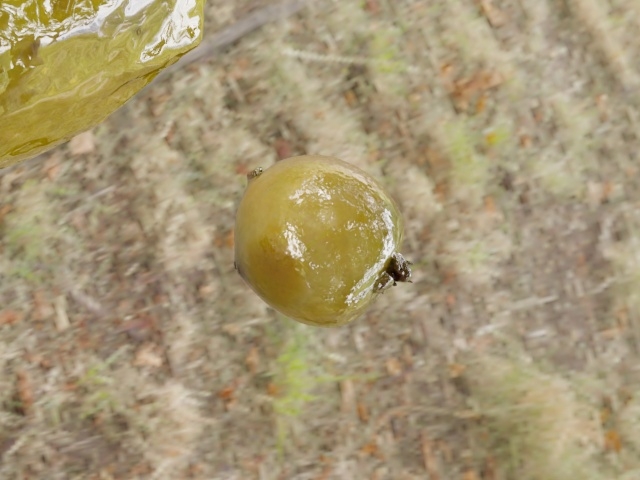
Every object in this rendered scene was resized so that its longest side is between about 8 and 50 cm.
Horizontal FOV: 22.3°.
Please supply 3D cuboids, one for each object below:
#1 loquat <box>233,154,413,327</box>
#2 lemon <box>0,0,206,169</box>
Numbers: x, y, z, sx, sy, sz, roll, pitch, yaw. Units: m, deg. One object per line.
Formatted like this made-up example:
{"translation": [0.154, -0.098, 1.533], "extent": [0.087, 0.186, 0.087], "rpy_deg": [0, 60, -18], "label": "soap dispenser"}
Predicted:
{"translation": [0.000, 0.000, 1.330], "extent": [0.163, 0.163, 0.137], "rpy_deg": [38, 83, -22], "label": "loquat"}
{"translation": [-0.163, -0.134, 0.651], "extent": [0.288, 0.233, 0.233], "rpy_deg": [-36, 100, -41], "label": "lemon"}
